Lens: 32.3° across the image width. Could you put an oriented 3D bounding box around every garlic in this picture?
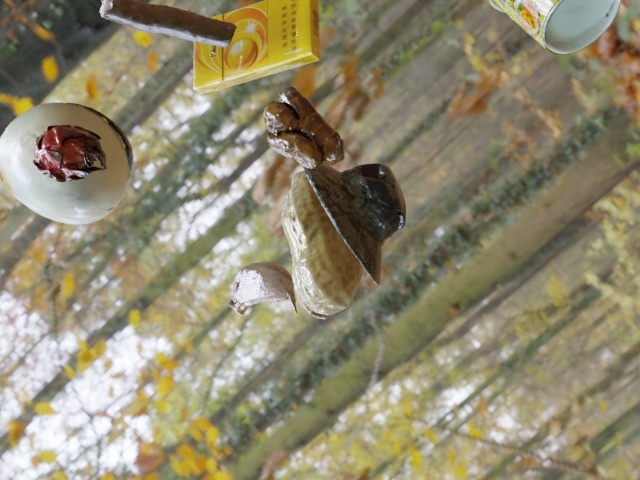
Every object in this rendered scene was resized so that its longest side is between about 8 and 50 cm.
[{"bbox_3d":[-0.123,0.114,2.615,0.090,0.198,0.128,21,-108,-54],"label":"garlic"}]

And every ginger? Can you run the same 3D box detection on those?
[{"bbox_3d":[-0.040,-0.177,1.832,0.103,0.073,0.162,-27,-111,-33],"label":"ginger"}]

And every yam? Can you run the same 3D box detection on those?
[{"bbox_3d":[-0.269,-0.389,1.957,0.241,0.057,0.057,11,-153,-16],"label":"yam"}]

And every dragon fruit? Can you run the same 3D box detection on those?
[{"bbox_3d":[-0.490,-0.167,2.157,0.121,0.142,0.130,104,151,-59],"label":"dragon fruit"}]

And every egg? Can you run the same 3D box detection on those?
[{"bbox_3d":[-0.546,-0.150,2.359,0.286,0.264,0.174,31,-162,-22],"label":"egg"}]

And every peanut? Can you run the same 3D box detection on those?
[{"bbox_3d":[0.000,0.000,2.199,0.149,0.149,0.313,24,-134,-56],"label":"peanut"}]

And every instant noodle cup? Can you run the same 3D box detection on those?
[{"bbox_3d":[0.366,-0.382,1.696,0.182,0.182,0.144,29,-154,-50],"label":"instant noodle cup"}]

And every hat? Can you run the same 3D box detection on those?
[{"bbox_3d":[0.085,-0.062,1.942,0.265,0.128,0.265,59,-169,-18],"label":"hat"}]

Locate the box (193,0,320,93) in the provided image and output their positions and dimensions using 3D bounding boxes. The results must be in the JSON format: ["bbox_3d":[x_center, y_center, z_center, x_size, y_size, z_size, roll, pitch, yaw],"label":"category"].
[{"bbox_3d":[-0.126,-0.385,2.141,0.043,0.269,0.152,32,-127,-55],"label":"box"}]
